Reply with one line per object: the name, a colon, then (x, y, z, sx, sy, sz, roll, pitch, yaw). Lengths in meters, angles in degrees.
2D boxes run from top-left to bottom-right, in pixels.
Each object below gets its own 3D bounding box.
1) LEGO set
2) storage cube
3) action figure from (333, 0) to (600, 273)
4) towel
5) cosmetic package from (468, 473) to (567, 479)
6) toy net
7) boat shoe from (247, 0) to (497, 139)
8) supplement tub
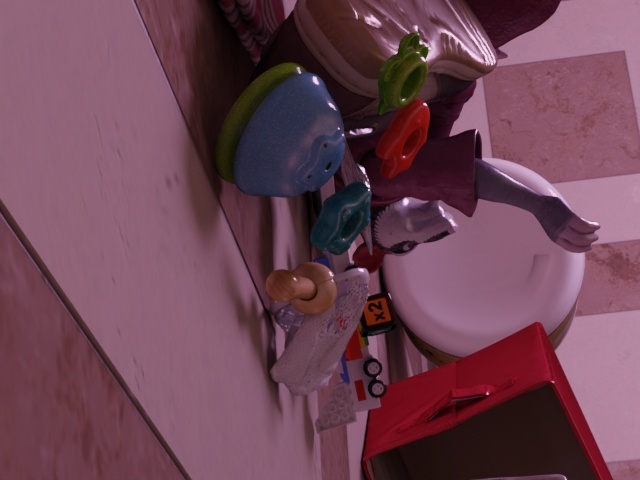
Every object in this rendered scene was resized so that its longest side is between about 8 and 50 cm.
LEGO set: (0.000, 0.000, 0.976, 0.182, 0.060, 0.244, 84, -9, -46)
storage cube: (0.160, 0.214, 1.357, 0.215, 0.184, 0.193, 64, 10, -10)
action figure: (0.066, -0.132, 1.100, 0.248, 0.276, 0.370, 53, -49, 55)
towel: (-0.039, -0.180, 0.853, 0.197, 0.029, 0.144, 48, 36, -80)
cosmetic package: (0.086, 0.290, 0.909, 0.113, 0.160, 0.309, -87, 168, -52)
toy net: (0.002, -0.009, 0.799, 0.122, 0.045, 0.232, -42, 153, -31)
boat shoe: (0.031, -0.114, 0.894, 0.103, 0.092, 0.285, 54, 22, 0)
supplement tub: (0.206, 0.048, 1.874, 0.331, 0.241, 0.241, 58, 26, -75)
